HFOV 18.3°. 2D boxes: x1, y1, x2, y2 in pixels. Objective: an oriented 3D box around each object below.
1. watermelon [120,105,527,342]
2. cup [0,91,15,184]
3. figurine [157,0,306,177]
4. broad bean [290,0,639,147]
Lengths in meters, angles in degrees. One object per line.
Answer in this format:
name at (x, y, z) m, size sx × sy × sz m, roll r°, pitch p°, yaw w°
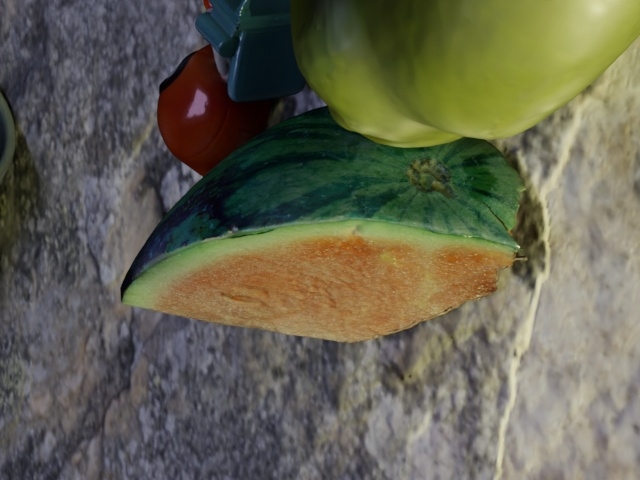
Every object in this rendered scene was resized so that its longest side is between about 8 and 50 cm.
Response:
watermelon at (-0.015, -0.016, 1.032) m, size 0.231 × 0.146 × 0.128 m, roll -27°, pitch 69°, yaw 53°
cup at (-0.373, 0.004, 1.493) m, size 0.312 × 0.205 × 0.205 m, roll -59°, pitch 46°, yaw 38°
figurine at (-0.051, -0.097, 1.155) m, size 0.075 × 0.068 × 0.140 m, roll 52°, pitch 137°, yaw 36°
broad bean at (0.080, -0.161, 0.918) m, size 0.291 × 0.119 × 0.238 m, roll -57°, pitch 37°, yaw 35°
